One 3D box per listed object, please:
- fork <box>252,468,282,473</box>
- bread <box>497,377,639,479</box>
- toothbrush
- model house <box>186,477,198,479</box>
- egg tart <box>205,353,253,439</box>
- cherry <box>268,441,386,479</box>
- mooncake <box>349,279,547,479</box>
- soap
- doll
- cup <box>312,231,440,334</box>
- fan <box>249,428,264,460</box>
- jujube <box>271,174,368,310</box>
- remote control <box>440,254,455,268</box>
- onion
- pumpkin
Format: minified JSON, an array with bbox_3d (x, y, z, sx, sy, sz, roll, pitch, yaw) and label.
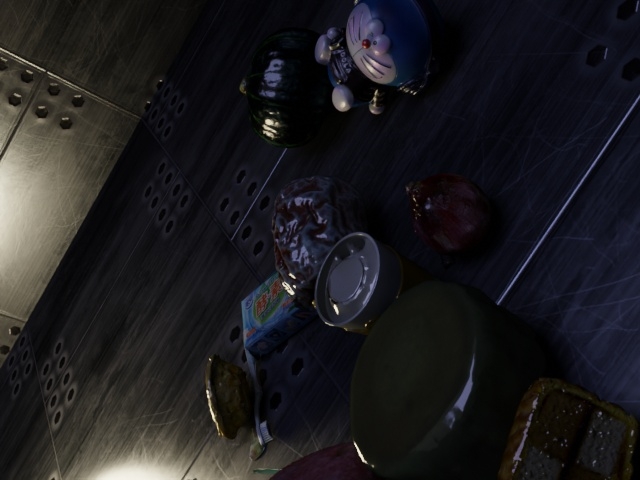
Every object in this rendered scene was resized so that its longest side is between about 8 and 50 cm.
[{"bbox_3d":[-0.090,0.508,1.861,0.235,0.021,0.039,-17,53,48],"label":"fork"},{"bbox_3d":[0.359,0.322,1.234,0.096,0.181,0.222,95,-165,-78],"label":"bread"},{"bbox_3d":[-0.158,0.338,2.058,0.037,0.028,0.375,-29,43,11],"label":"toothbrush"},{"bbox_3d":[-0.235,0.704,1.852,0.323,0.340,0.300,-86,-10,-67],"label":"model house"},{"bbox_3d":[-0.215,0.366,2.010,0.090,0.212,0.212,-13,47,0],"label":"egg tart"},{"bbox_3d":[0.006,0.509,1.558,0.261,0.221,0.307,23,75,49],"label":"cherry"},{"bbox_3d":[0.213,0.254,1.435,0.356,0.194,0.356,-42,35,39],"label":"mooncake"},{"bbox_3d":[-0.091,0.153,2.040,0.293,0.077,0.156,-41,40,31],"label":"soap"},{"bbox_3d":[0.150,-0.456,1.974,0.284,0.240,0.310,59,144,6],"label":"doll"},{"bbox_3d":[0.104,0.112,1.665,0.241,0.226,0.185,-27,50,45],"label":"cup"},{"bbox_3d":[-0.146,0.472,1.977,0.060,0.003,0.080,-28,48,42],"label":"fan"},{"bbox_3d":[0.000,0.000,1.881,0.226,0.226,0.317,-34,42,38],"label":"jujube"},{"bbox_3d":[0.248,0.015,1.718,0.034,0.016,0.091,-38,42,28],"label":"remote control"},{"bbox_3d":[0.235,-0.062,1.627,0.159,0.195,0.159,-35,35,30],"label":"onion"},{"bbox_3d":[-0.090,-0.395,2.202,0.315,0.238,0.315,-172,90,-86],"label":"pumpkin"}]
